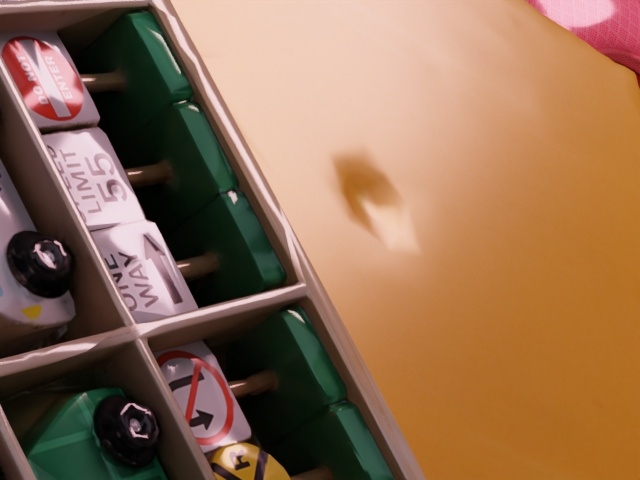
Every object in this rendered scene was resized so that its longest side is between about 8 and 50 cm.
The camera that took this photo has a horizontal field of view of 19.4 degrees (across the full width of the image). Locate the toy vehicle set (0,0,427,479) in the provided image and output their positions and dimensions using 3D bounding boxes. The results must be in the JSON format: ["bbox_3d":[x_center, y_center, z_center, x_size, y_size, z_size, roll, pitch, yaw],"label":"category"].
[{"bbox_3d":[-0.081,-0.006,0.416,0.166,0.035,0.267,-14,72,-51],"label":"toy vehicle set"}]

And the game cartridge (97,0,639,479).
[{"bbox_3d":[0.000,0.000,0.570,0.323,0.052,0.285,28,44,-32],"label":"game cartridge"}]

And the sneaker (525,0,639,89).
[{"bbox_3d":[0.169,-0.099,1.051,0.314,0.116,0.136,3,53,-45],"label":"sneaker"}]
